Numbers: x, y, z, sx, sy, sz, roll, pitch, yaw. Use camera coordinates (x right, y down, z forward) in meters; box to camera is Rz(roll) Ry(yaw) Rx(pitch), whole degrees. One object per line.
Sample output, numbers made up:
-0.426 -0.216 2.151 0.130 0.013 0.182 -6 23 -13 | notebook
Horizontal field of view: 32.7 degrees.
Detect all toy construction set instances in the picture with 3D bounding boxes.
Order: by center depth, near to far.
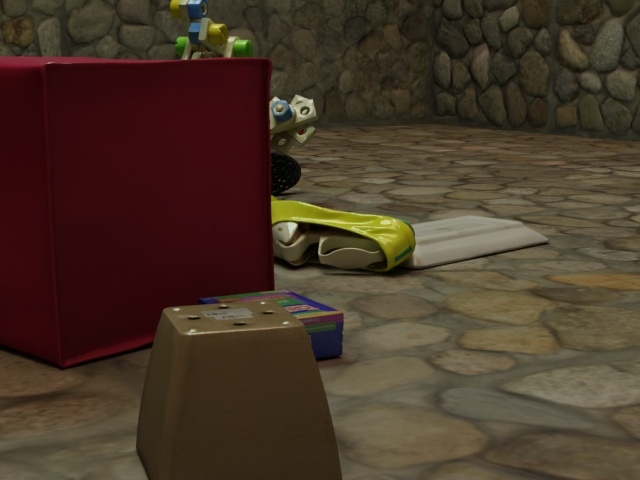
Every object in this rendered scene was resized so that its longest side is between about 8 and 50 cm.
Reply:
-0.140 -0.209 1.687 0.151 0.215 0.328 -2 -23 33 | toy construction set

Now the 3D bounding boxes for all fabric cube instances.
-0.219 -0.049 1.033 0.258 0.254 0.259 8 12 42 | fabric cube

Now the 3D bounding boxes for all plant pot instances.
-0.053 0.091 0.664 0.109 0.096 0.109 -3 11 -17 | plant pot

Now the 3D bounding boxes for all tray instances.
0.160 -0.003 1.413 0.270 0.030 0.145 -9 14 -42 | tray

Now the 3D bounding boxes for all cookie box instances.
-0.044 0.074 0.935 0.092 0.040 0.107 -5 11 -28 | cookie box

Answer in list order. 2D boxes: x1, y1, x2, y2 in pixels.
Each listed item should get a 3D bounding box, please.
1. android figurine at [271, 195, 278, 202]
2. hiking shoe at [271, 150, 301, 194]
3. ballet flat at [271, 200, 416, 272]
-0.193 -0.054 1.652 0.248 0.056 0.273 4 8 18 | android figurine
-0.151 -0.126 1.987 0.227 0.086 0.114 -5 14 -18 | hiking shoe
0.000 0.000 1.301 0.231 0.077 0.077 6 37 27 | ballet flat
